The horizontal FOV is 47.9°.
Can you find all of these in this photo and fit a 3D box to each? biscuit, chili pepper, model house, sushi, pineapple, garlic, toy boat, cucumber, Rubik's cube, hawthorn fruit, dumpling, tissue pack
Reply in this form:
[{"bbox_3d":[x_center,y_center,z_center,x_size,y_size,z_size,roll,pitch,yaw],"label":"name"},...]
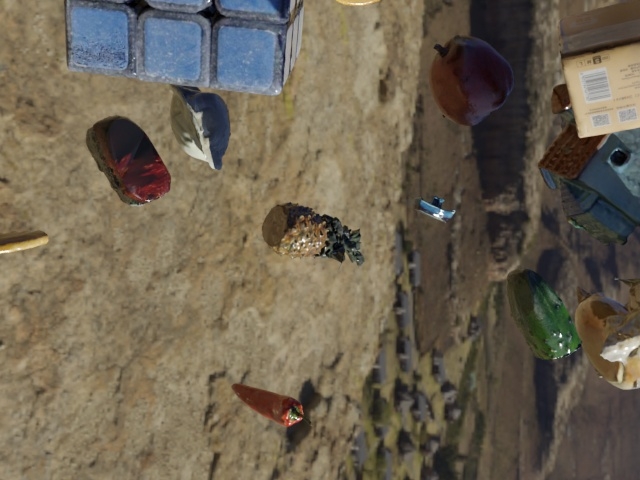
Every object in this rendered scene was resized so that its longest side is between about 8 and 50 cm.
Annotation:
[{"bbox_3d":[-0.613,0.010,1.270,0.144,0.224,0.033,-39,122,-74],"label":"biscuit"},{"bbox_3d":[-0.113,0.390,1.704,0.063,0.272,0.071,-16,108,-44],"label":"chili pepper"},{"bbox_3d":[0.612,-0.201,1.647,0.295,0.329,0.252,-55,-175,-1],"label":"model house"},{"bbox_3d":[-0.459,-0.192,1.715,0.136,0.126,0.225,-39,114,-28],"label":"sushi"},{"bbox_3d":[0.000,0.000,1.910,0.310,0.141,0.170,15,39,-39],"label":"pineapple"},{"bbox_3d":[0.680,0.181,1.544,0.286,0.249,0.313,-63,171,7],"label":"garlic"},{"bbox_3d":[0.332,-0.096,2.077,0.137,0.060,0.061,22,88,-24],"label":"toy boat"},{"bbox_3d":[0.233,0.083,0.789,0.035,0.067,0.107,-40,105,-33],"label":"cucumber"},{"bbox_3d":[-0.176,-0.396,1.032,0.304,0.305,0.301,-79,177,-65],"label":"Rubik's cube"},{"bbox_3d":[0.320,-0.361,1.596,0.202,0.185,0.185,43,42,-24],"label":"hawthorn fruit"},{"bbox_3d":[-0.321,-0.327,1.905,0.175,0.243,0.227,-49,150,-14],"label":"dumpling"},{"bbox_3d":[0.620,-0.358,1.351,0.238,0.305,0.238,26,60,-59],"label":"tissue pack"}]

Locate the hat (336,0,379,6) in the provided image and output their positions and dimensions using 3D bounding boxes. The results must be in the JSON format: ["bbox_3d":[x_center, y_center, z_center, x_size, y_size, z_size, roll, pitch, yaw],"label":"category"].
[{"bbox_3d":[0.098,-0.648,1.452,0.244,0.233,0.233,78,-3,-72],"label":"hat"}]
